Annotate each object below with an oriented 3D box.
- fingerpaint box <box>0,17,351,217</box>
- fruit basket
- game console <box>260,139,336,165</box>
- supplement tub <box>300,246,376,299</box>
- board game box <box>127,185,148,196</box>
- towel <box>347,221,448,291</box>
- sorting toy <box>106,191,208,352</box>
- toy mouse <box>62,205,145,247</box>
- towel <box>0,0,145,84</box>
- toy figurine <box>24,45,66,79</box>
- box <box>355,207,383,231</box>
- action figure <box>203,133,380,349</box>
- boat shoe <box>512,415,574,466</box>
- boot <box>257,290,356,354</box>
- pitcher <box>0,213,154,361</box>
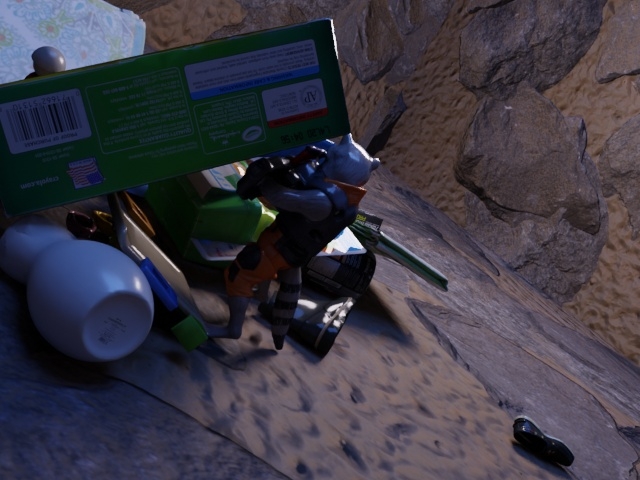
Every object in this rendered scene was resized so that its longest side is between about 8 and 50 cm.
[{"bbox_3d":[-0.231,-0.185,1.082,0.445,0.163,0.371,-16,16,-15],"label":"fingerpaint box"},{"bbox_3d":[-0.126,-0.080,1.406,0.353,0.165,0.327,-7,43,-34],"label":"fruit basket"},{"bbox_3d":[-0.157,-0.180,1.676,0.250,0.173,0.293,15,0,44],"label":"game console"},{"bbox_3d":[0.008,0.037,1.545,0.190,0.117,0.117,27,14,-19],"label":"supplement tub"},{"bbox_3d":[-0.383,-0.125,1.447,0.168,0.033,0.133,48,20,24],"label":"board game box"},{"bbox_3d":[0.118,0.011,1.675,0.248,0.038,0.325,31,-3,-33],"label":"towel"},{"bbox_3d":[-0.239,0.037,1.045,0.196,0.047,0.347,57,-4,-29],"label":"sorting toy"},{"bbox_3d":[-0.329,-0.005,1.138,0.161,0.031,0.143,26,14,-22],"label":"toy mouse"},{"bbox_3d":[-0.525,-0.368,1.530,0.320,0.090,0.374,20,56,-32],"label":"towel"},{"bbox_3d":[-0.424,-0.226,1.340,0.213,0.148,0.209,15,33,-33],"label":"toy figurine"},{"bbox_3d":[0.003,-0.096,2.024,0.270,0.060,0.216,27,8,41],"label":"box"},{"bbox_3d":[-0.024,-0.015,1.150,0.178,0.330,0.341,41,20,12],"label":"action figure"},{"bbox_3d":[0.405,0.374,1.376,0.133,0.049,0.042,37,41,-6],"label":"boat shoe"},{"bbox_3d":[-0.019,0.114,1.317,0.137,0.077,0.198,28,12,6],"label":"boot"},{"bbox_3d":[-0.263,0.065,0.881,0.207,0.125,0.178,29,-6,44],"label":"pitcher"}]
